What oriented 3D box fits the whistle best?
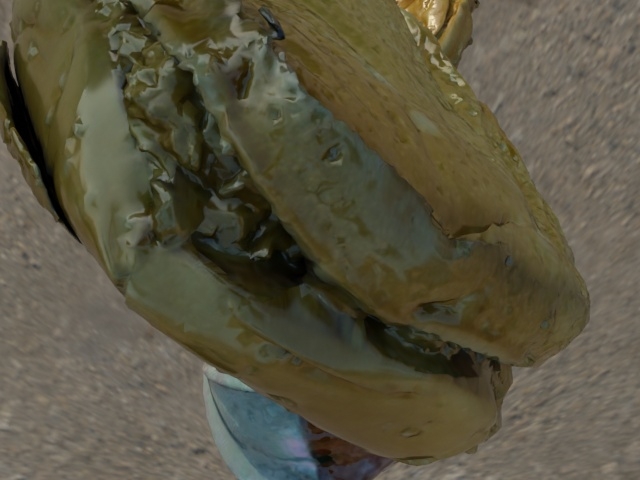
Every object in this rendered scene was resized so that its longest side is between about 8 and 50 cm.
[{"bbox_3d":[0.001,0.000,0.872,0.134,0.142,0.346,-19,59,36],"label":"whistle"}]

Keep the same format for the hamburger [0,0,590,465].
[{"bbox_3d":[-0.007,-0.029,0.522,0.214,0.214,0.108,44,103,7],"label":"hamburger"}]

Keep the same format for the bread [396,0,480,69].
[{"bbox_3d":[0.041,-0.106,0.815,0.083,0.044,0.110,-16,37,34],"label":"bread"}]
